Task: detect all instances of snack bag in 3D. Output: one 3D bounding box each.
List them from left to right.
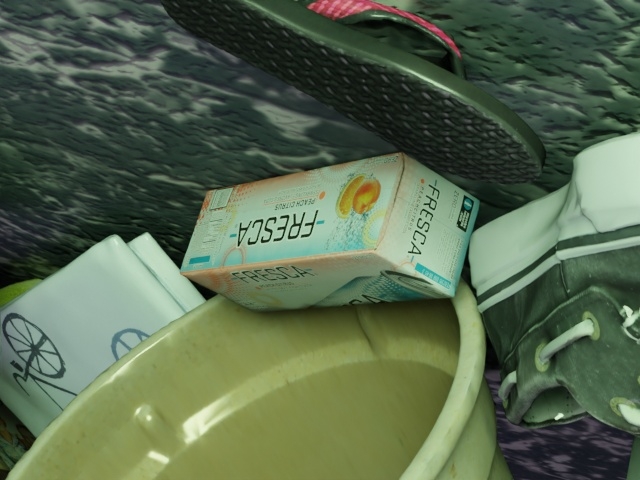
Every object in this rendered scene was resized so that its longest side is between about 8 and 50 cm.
[{"bbox_3d":[-0.120,0.155,1.074,0.323,0.037,0.342,49,144,-11],"label":"snack bag"}]

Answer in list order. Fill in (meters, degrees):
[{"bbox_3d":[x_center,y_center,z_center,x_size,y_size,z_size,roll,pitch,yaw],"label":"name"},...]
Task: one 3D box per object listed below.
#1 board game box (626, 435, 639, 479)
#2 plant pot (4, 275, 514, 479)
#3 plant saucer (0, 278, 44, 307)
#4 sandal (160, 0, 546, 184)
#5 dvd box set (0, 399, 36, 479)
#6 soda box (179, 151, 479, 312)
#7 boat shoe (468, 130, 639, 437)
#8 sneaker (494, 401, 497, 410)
[{"bbox_3d":[0.324,0.210,0.836,0.303,0.224,0.097,24,158,-19],"label":"board game box"},{"bbox_3d":[0.014,0.224,0.822,0.333,0.334,0.305,-4,127,48],"label":"plant pot"},{"bbox_3d":[-0.185,0.093,1.207,0.188,0.045,0.188,20,162,9],"label":"plant saucer"},{"bbox_3d":[0.017,-0.080,0.575,0.179,0.040,0.067,29,158,10],"label":"sandal"},{"bbox_3d":[-0.306,0.204,1.245,0.420,0.062,0.307,42,-172,35],"label":"dvd box set"},{"bbox_3d":[0.000,0.000,0.774,0.063,0.058,0.183,29,159,-32],"label":"soda box"},{"bbox_3d":[0.151,0.024,0.571,0.121,0.119,0.335,-8,171,-9],"label":"boat shoe"},{"bbox_3d":[0.011,0.137,1.066,0.279,0.118,0.107,1,158,40],"label":"sneaker"}]
